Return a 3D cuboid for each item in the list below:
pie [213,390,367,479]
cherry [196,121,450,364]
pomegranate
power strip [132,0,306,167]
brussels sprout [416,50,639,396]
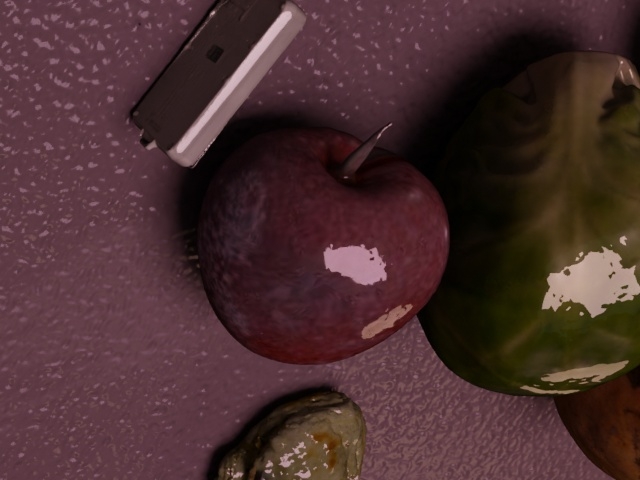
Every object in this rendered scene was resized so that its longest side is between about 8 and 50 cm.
[{"bbox_3d":[-0.033,0.287,1.975,0.201,0.090,0.248,-7,121,-31],"label":"pie"},{"bbox_3d":[0.000,0.000,1.699,0.236,0.213,0.285,29,123,-4],"label":"cherry"},{"bbox_3d":[0.406,0.162,2.101,0.281,0.281,0.281,-20,131,-25],"label":"pomegranate"},{"bbox_3d":[-0.092,-0.154,1.610,0.192,0.081,0.035,-52,137,4],"label":"power strip"},{"bbox_3d":[0.242,-0.016,1.824,0.281,0.289,0.355,9,81,-13],"label":"brussels sprout"}]
